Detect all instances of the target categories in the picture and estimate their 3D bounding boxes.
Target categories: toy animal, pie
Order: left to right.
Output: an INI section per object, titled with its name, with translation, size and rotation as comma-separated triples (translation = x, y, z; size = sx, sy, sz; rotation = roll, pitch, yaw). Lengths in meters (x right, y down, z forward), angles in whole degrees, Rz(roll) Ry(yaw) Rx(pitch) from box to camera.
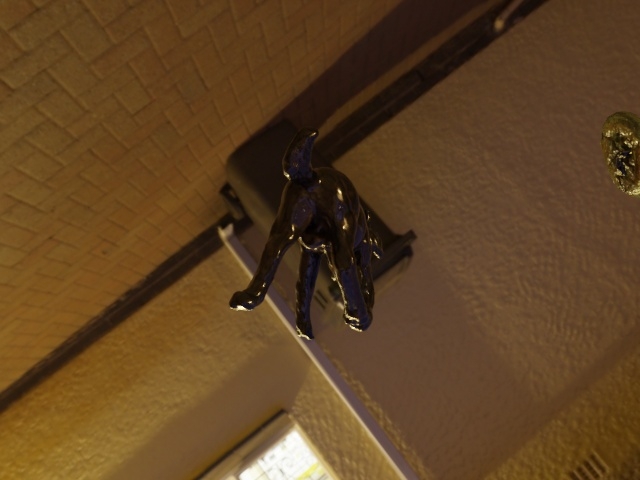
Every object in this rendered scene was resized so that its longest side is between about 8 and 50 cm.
[toy animal]
translation = 0.000, 0.000, 0.492
size = 0.085, 0.148, 0.232
rotation = -5, 161, 17
[pie]
translation = 0.286, -0.079, 0.545
size = 0.021, 0.084, 0.084
rotation = -21, 169, -5
